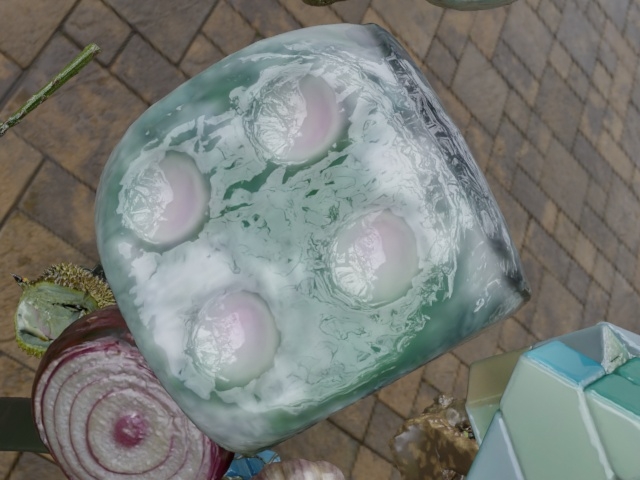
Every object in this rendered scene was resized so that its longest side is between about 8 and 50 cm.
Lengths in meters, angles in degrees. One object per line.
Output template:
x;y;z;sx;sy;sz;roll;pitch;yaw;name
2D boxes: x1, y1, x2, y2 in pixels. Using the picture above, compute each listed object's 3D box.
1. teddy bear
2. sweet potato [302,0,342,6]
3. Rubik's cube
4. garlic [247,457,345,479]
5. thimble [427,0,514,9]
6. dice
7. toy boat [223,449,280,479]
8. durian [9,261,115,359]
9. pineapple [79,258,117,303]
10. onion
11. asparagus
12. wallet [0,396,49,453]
0.256;0.409;1.488;0.222;0.296;0.246;5;100;-41;teddy bear
0.112;-0.472;1.299;0.310;0.124;0.098;-34;85;-11;sweet potato
0.216;0.184;0.597;0.213;0.265;0.224;-7;122;-54;Rubik's cube
-0.047;0.498;1.443;0.245;0.160;0.245;-1;94;-17;garlic
0.205;-0.431;1.003;0.291;0.291;0.195;58;13;-14;thimble
0.000;0.000;0.840;0.328;0.348;0.330;62;10;11;dice
-0.164;0.508;1.788;0.077;0.185;0.075;-32;109;-44;toy boat
-0.503;0.138;1.590;0.193;0.237;0.138;-58;149;6;durian
-0.363;0.125;1.702;0.340;0.169;0.169;32;54;7;pineapple
-0.282;0.257;1.301;0.336;0.282;0.260;37;14;-3;onion
-0.448;-0.231;1.290;0.248;0.024;0.025;-43;115;-10;asparagus
-0.589;0.367;1.606;0.025;0.244;0.124;64;34;-36;wallet
